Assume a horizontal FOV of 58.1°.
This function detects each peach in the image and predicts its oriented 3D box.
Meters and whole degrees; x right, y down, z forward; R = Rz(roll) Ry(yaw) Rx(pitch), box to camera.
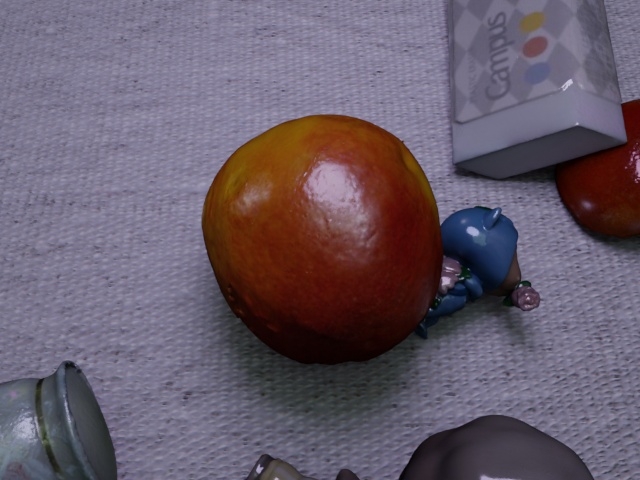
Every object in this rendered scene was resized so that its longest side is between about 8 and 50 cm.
[{"bbox_3d":[0.000,0.000,0.634,0.280,0.238,0.281,5,69,-13],"label":"peach"}]

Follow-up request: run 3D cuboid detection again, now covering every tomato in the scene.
[{"bbox_3d":[0.446,-0.104,0.756,0.233,0.140,0.200,4,58,0],"label":"tomato"}]

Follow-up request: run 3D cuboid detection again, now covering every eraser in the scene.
[{"bbox_3d":[0.297,-0.289,0.837,0.213,0.082,0.397,-14,59,35],"label":"eraser"}]

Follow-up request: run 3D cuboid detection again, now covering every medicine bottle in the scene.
[{"bbox_3d":[-0.291,0.208,0.573,0.143,0.147,0.147,-21,67,-15],"label":"medicine bottle"}]

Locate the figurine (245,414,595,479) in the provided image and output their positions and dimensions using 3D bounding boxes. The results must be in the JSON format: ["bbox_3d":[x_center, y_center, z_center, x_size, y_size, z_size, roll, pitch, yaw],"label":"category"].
[{"bbox_3d":[0.100,0.269,0.539,0.380,0.248,0.203,-3,78,12],"label":"figurine"}]

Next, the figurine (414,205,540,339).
[{"bbox_3d":[0.183,0.050,0.698,0.144,0.114,0.178,39,81,7],"label":"figurine"}]
